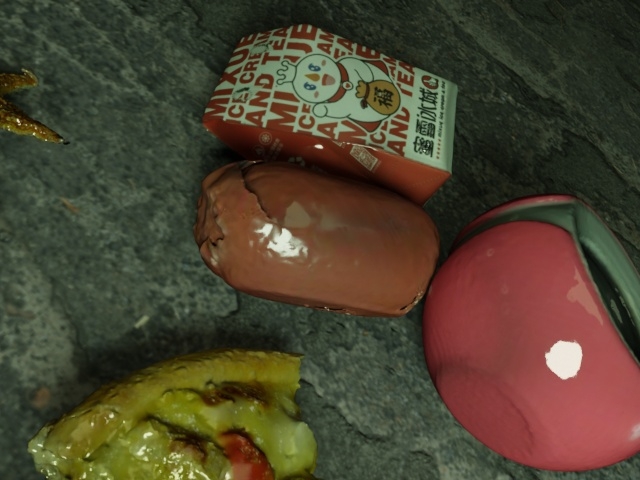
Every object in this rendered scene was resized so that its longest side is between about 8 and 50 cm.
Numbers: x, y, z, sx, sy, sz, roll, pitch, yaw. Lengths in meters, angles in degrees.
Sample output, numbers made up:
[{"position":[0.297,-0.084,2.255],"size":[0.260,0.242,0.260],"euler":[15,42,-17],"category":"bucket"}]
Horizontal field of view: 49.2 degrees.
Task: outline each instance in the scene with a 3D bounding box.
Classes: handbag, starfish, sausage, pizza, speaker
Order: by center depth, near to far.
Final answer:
[{"position":[-0.050,0.211,0.582],"size":[0.287,0.075,0.280],"euler":[48,34,16],"category":"pizza"},{"position":[-0.363,-0.139,0.682],"size":[0.227,0.043,0.240],"euler":[28,34,22],"category":"starfish"},{"position":[0.000,0.000,0.760],"size":[0.280,0.152,0.152],"euler":[15,52,-20],"category":"sausage"},{"position":[0.254,0.092,0.761],"size":[0.294,0.294,0.294],"euler":[15,52,-20],"category":"speaker"},{"position":[0.012,-0.149,0.872],"size":[0.298,0.151,0.171],"euler":[19,56,-13],"category":"handbag"}]

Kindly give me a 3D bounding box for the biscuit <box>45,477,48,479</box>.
[{"position":[-0.162,0.259,0.551],"size":[0.208,0.047,0.164],"euler":[41,45,3],"category":"biscuit"}]
